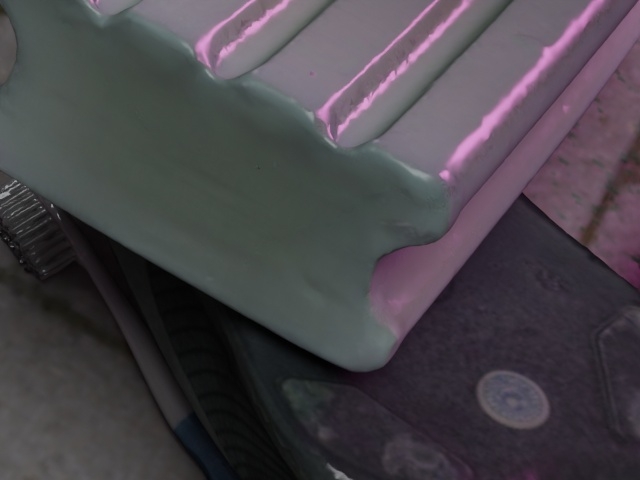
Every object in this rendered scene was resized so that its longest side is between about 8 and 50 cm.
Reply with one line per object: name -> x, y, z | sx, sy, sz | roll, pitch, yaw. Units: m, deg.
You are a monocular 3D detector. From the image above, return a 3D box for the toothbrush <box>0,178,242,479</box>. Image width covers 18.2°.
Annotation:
toothbrush -> -0.037, 0.082, 0.712 | 0.025, 0.019, 0.276 | -33, 74, -20

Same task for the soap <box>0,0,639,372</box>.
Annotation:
soap -> 0.019, -0.084, 0.699 | 0.159, 0.087, 0.265 | 30, 41, 10

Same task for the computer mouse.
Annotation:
computer mouse -> 0.000, 0.000, 0.730 | 0.167, 0.090, 0.379 | -6, 48, -30
